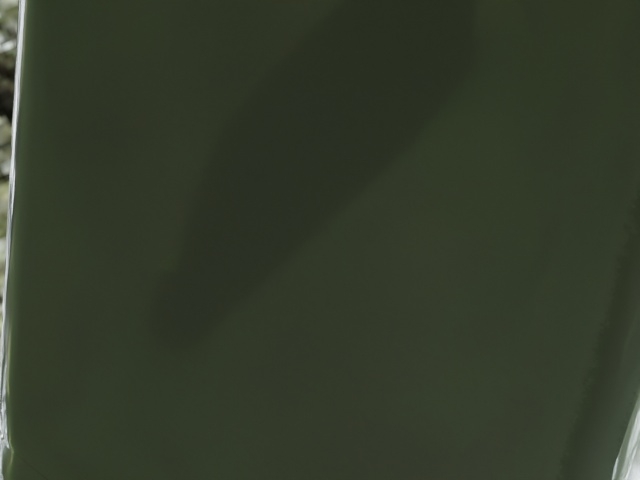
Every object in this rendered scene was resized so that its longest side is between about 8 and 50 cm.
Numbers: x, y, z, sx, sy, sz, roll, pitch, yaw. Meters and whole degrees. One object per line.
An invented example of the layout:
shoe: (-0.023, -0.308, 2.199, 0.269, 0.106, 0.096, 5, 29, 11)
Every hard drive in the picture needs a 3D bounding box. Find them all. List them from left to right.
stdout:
hard drive: (0.000, 0.000, 0.487, 0.203, 0.040, 0.307, 33, -48, 28)
